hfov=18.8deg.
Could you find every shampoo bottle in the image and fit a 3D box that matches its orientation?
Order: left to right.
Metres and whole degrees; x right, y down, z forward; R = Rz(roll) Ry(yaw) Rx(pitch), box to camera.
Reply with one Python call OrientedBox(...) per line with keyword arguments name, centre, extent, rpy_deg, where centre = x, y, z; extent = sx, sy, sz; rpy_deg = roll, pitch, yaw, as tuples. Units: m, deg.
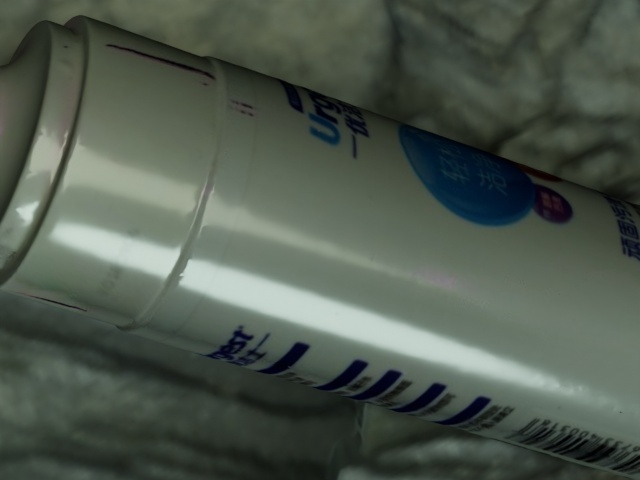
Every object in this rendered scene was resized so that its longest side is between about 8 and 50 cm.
OrientedBox(name="shampoo bottle", centre=(0.000, 0.000, 0.610), extent=(0.303, 0.092, 0.092), rpy_deg=(19, 92, -21))
